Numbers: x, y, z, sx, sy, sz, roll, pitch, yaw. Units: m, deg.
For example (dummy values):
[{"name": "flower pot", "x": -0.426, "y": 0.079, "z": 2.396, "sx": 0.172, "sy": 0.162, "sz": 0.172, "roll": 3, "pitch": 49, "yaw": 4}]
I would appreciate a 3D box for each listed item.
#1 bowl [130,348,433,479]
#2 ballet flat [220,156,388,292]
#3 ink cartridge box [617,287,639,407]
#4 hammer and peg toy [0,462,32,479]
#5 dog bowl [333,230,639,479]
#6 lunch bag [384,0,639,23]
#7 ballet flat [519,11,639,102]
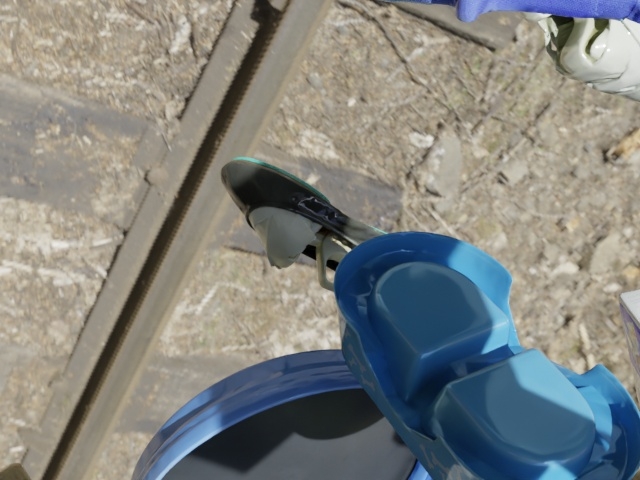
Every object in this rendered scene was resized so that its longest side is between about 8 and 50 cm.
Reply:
[{"name": "bowl", "x": -0.026, "y": 0.281, "z": 0.983, "sx": 0.391, "sy": 0.077, "sz": 0.391, "roll": -11, "pitch": 127, "yaw": -15}, {"name": "ballet flat", "x": 0.000, "y": 0.000, "z": 1.043, "sx": 0.280, "sy": 0.096, "sz": 0.095, "roll": 27, "pitch": 145, "yaw": -10}, {"name": "ink cartridge box", "x": 0.389, "y": 0.186, "z": 0.942, "sx": 0.045, "sy": 0.208, "sz": 0.206, "roll": -20, "pitch": 125, "yaw": 5}, {"name": "hammer and peg toy", "x": -0.238, "y": 0.234, "z": 0.544, "sx": 0.266, "sy": 0.127, "sz": 0.361, "roll": -31, "pitch": -179, "yaw": 38}, {"name": "dog bowl", "x": 0.123, "y": 0.112, "z": 0.728, "sx": 0.165, "sy": 0.297, "sz": 0.074, "roll": -17, "pitch": 136, "yaw": -28}, {"name": "lunch bag", "x": 0.140, "y": -0.258, "z": 0.670, "sx": 0.220, "sy": 0.293, "sz": 0.138, "roll": 11, "pitch": 136, "yaw": 11}, {"name": "ballet flat", "x": 0.295, "y": -0.278, "z": 1.060, "sx": 0.139, "sy": 0.139, "sz": 0.400, "roll": -43, "pitch": 107, "yaw": 10}]
